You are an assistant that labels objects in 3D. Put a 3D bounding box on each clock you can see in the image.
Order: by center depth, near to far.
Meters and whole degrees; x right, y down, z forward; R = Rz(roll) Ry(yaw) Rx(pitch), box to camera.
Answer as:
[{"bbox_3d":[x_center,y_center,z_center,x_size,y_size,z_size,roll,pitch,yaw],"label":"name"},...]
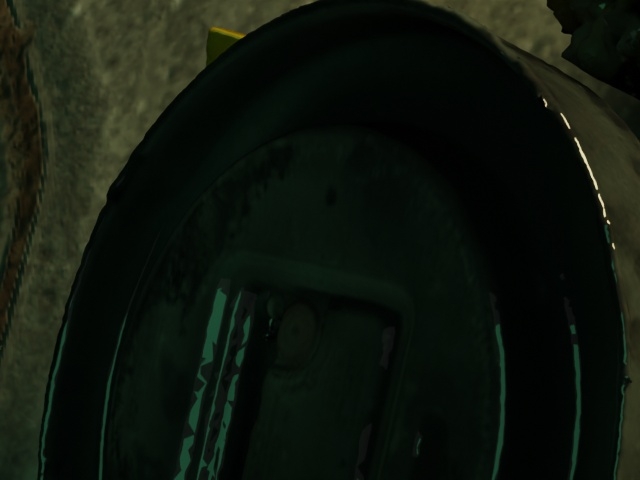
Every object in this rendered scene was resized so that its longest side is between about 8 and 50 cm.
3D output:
[{"bbox_3d":[0.008,0.070,0.691,0.319,0.066,0.319,-18,66,46],"label":"clock"}]

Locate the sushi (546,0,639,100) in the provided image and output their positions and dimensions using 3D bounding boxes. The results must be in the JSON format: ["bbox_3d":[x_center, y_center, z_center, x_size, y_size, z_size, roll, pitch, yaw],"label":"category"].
[{"bbox_3d":[0.221,-0.129,0.727,0.213,0.204,0.200,-119,44,-66],"label":"sushi"}]

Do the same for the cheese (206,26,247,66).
[{"bbox_3d":[0.000,0.000,0.847,0.093,0.126,0.171,16,98,24],"label":"cheese"}]
